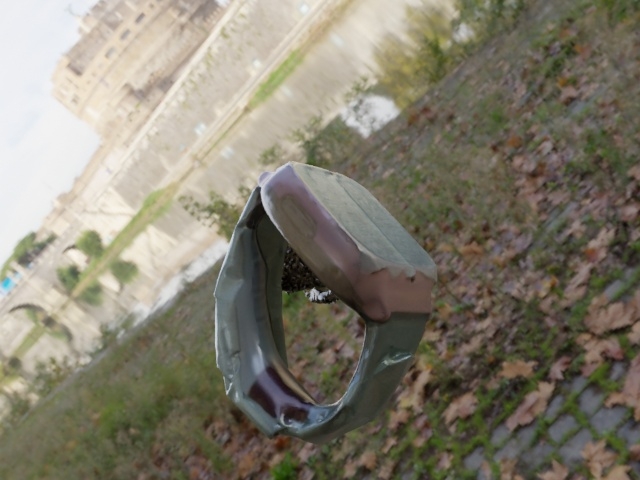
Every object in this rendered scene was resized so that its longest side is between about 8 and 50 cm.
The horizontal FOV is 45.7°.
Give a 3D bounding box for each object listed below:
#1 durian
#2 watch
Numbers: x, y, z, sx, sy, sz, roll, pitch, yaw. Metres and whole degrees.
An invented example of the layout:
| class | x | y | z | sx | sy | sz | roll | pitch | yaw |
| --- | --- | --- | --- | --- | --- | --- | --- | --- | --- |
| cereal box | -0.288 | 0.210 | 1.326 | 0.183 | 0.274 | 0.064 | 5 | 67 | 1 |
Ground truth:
| class | x | y | z | sx | sy | sz | roll | pitch | yaw |
| --- | --- | --- | --- | --- | --- | --- | --- | --- | --- |
| durian | 0.000 | 0.000 | 1.167 | 0.196 | 0.196 | 0.167 | -49 | 52 | 0 |
| watch | -0.010 | 0.076 | 0.802 | 0.162 | 0.253 | 0.241 | 9 | -56 | -51 |
